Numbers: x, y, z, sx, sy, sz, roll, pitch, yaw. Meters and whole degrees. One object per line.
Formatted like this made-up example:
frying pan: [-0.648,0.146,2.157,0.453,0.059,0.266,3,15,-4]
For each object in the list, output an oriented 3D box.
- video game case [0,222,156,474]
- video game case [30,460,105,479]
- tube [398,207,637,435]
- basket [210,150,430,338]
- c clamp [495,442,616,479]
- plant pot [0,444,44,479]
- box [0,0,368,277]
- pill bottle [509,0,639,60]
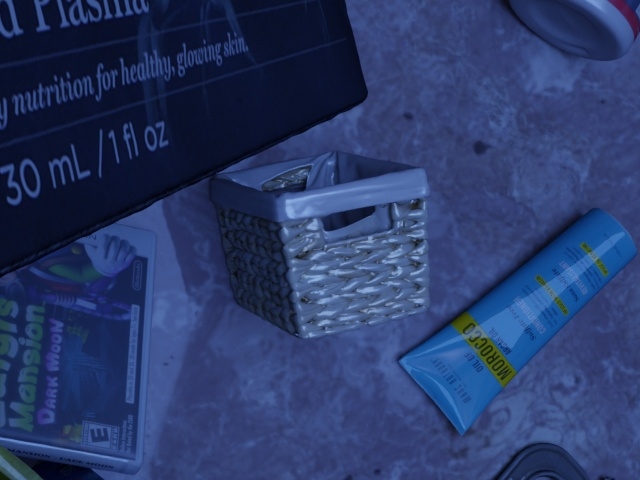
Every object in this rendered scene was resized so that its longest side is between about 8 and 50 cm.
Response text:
video game case: [-0.199,0.056,0.911,0.173,0.022,0.190,13,52,-20]
video game case: [-0.100,0.267,0.876,0.061,0.269,0.244,-33,103,-18]
tube: [0.163,0.059,1.088,0.207,0.052,0.080,-41,93,-8]
basket: [0.000,0.000,0.964,0.113,0.167,0.103,-12,102,-19]
c clamp: [0.187,0.243,1.111,0.160,0.022,0.137,-41,104,-15]
plant pot: [-0.290,0.235,0.708,0.366,0.353,0.367,0,89,-16]
box: [-0.227,-0.230,0.670,0.297,0.480,0.472,-12,100,22]
pill bottle: [0.236,-0.244,1.070,0.108,0.108,0.180,34,80,-18]
